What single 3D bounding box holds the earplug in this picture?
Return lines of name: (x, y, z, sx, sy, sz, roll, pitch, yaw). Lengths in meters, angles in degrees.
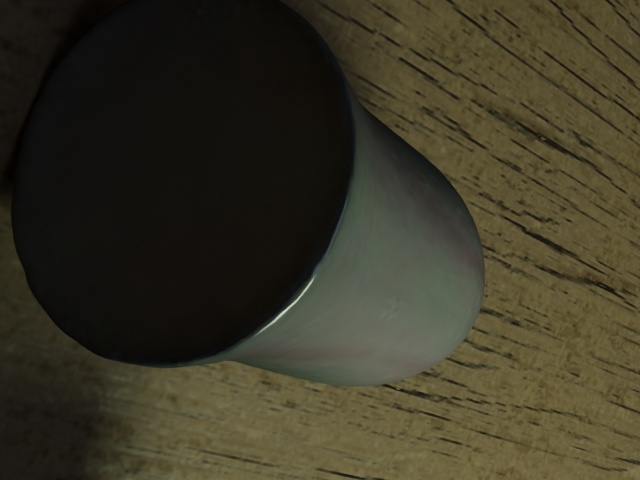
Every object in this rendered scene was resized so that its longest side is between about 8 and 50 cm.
earplug: (0.000, 0.000, 0.871, 0.301, 0.172, 0.172, 26, 88, -62)
